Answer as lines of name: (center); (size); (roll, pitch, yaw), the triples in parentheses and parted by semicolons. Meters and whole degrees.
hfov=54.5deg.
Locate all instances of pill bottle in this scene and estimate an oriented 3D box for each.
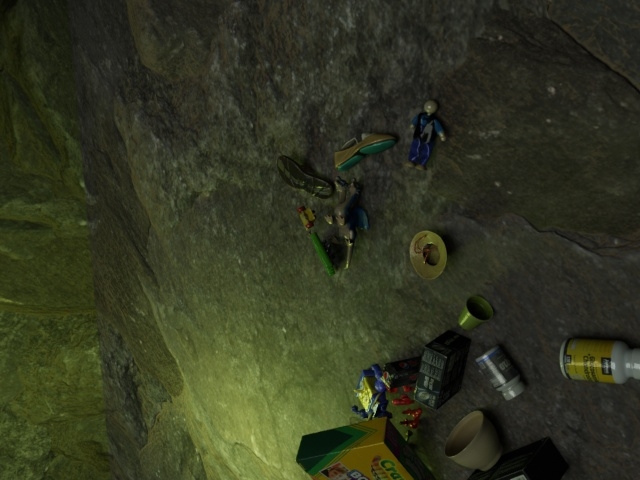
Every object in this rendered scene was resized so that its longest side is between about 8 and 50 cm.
pill bottle: (0.496, 0.363, 1.705); (0.137, 0.078, 0.078); (56, 130, 13)
pill bottle: (0.686, 0.291, 1.504); (0.184, 0.103, 0.103); (-4, 100, 42)

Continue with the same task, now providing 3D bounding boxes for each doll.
doll: (0.291, -0.291, 1.711); (0.129, 0.046, 0.188); (27, 113, 43)

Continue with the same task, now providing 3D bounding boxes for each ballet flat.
ballet flat: (0.122, -0.280, 1.843); (0.232, 0.080, 0.073); (-24, 72, 41)

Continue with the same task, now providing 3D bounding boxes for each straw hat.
straw hat: (0.325, 0.039, 1.769); (0.144, 0.061, 0.144); (-1, 89, 52)

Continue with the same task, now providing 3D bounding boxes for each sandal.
sandal: (-0.046, -0.209, 2.023); (0.219, 0.060, 0.090); (26, 126, 16)

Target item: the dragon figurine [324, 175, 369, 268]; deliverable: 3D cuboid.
dragon figurine: (0.093, -0.055, 1.923); (0.085, 0.144, 0.289); (4, 124, 38)

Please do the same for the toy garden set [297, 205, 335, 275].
toy garden set: (0.000, 0.000, 1.966); (0.049, 0.244, 0.203); (-27, 79, -2)

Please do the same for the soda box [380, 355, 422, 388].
soda box: (0.264, 0.389, 1.848); (0.053, 0.169, 0.060); (43, 128, 48)

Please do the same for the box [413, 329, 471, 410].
box: (0.350, 0.370, 1.786); (0.078, 0.147, 0.180); (22, 116, 34)

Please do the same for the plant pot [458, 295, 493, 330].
plant pot: (0.424, 0.209, 1.730); (0.083, 0.083, 0.079); (48, 141, 20)

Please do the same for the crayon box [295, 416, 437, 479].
crayon box: (0.154, 0.724, 1.934); (0.313, 0.106, 0.363); (-21, 119, 28)

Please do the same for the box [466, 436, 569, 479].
box: (0.518, 0.660, 1.702); (0.103, 0.184, 0.261); (55, 131, 10)

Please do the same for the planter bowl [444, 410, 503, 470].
planter bowl: (0.448, 0.584, 1.772); (0.109, 0.162, 0.162); (40, 128, 0)

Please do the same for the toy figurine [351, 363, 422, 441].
toy figurine: (0.192, 0.520, 2.010); (0.217, 0.191, 0.362); (-117, 32, -50)
